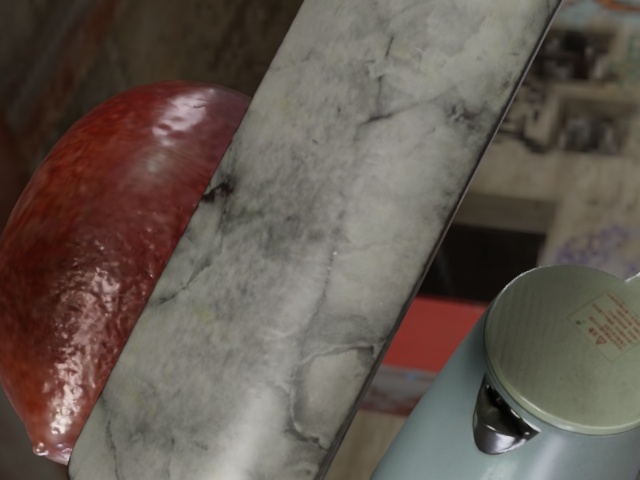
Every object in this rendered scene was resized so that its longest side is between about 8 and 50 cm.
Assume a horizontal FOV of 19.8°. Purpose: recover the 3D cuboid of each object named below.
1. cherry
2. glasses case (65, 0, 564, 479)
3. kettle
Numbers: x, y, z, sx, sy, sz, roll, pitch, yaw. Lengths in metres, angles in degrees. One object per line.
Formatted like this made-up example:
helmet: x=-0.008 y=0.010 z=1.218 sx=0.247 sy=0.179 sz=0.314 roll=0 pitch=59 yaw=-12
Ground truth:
cherry: x=-0.103 y=0.029 z=1.115 sx=0.239 sy=0.206 sz=0.239 roll=-21 pitch=-46 yaw=-24
glasses case: x=0.000 y=0.000 z=0.805 sx=0.299 sy=0.114 sz=0.060 roll=-64 pitch=-30 yaw=-3
kettle: x=0.150 y=0.115 z=1.143 sx=0.210 sy=0.160 sz=0.243 roll=-25 pitch=-26 yaw=-29
